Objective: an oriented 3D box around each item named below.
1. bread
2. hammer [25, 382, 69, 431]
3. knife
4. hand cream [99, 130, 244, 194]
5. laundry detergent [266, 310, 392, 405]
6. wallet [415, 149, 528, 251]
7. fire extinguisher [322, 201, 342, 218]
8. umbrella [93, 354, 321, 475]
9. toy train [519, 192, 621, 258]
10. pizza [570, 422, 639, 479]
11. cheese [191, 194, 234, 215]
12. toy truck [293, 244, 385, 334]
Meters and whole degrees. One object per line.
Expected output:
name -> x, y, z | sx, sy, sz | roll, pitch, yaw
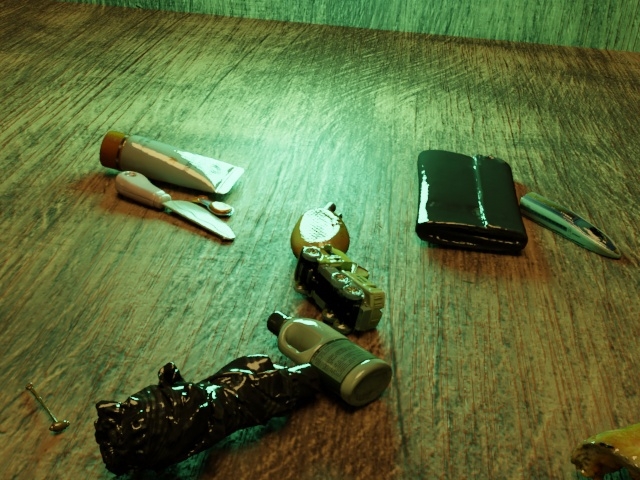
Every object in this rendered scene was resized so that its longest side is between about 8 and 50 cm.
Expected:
bread -> 0.000, 0.000, 1.637 | 0.114, 0.077, 0.189 | -14, 22, 5
hammer -> -0.393, 0.235, 1.211 | 0.029, 0.014, 0.123 | -8, 28, -38
knife -> -0.298, -0.067, 1.783 | 0.336, 0.043, 0.081 | 27, 27, 25
hand cream -> -0.337, -0.164, 1.903 | 0.314, 0.089, 0.140 | 15, 31, 4
laundry detergent -> -0.001, 0.171, 1.320 | 0.099, 0.070, 0.225 | -23, 39, -39
wallet -> 0.324, -0.098, 1.872 | 0.228, 0.062, 0.406 | 6, 28, 4
fire extinguisher -> 0.016, -0.047, 1.784 | 0.046, 0.032, 0.100 | 42, 33, -2
umbrella -> -0.136, 0.212, 1.149 | 0.336, 0.154, 0.128 | -15, 73, -30
toy train -> 0.532, -0.033, 1.795 | 0.055, 0.048, 0.252 | -19, 36, -32
pizza -> 0.522, 0.303, 1.139 | 0.365, 0.074, 0.182 | -1, 27, -10
cheese -> -0.227, -0.074, 1.806 | 0.111, 0.017, 0.047 | 24, 31, 34
toy truck -> 0.044, 0.081, 1.481 | 0.116, 0.085, 0.191 | -5, 31, -35
